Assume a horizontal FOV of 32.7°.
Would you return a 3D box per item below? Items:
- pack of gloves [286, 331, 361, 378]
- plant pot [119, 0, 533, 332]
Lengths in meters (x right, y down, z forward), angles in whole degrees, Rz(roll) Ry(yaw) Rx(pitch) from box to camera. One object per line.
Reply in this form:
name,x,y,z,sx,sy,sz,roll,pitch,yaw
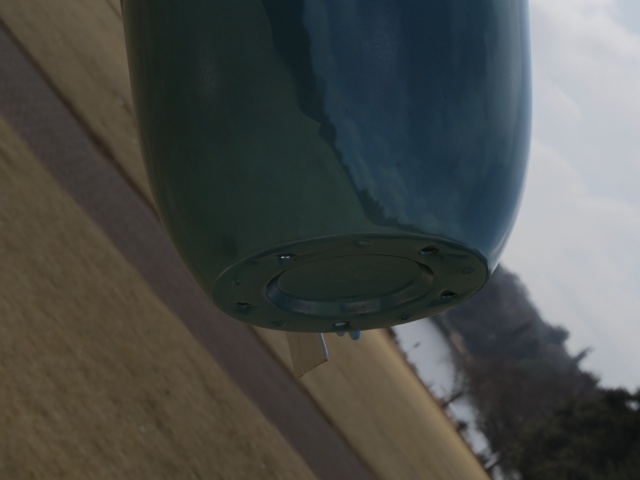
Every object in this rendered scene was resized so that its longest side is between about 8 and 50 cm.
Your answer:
pack of gloves,0.000,0.000,1.067,0.195,0.046,0.232,135,-56,-62
plant pot,0.009,-0.073,0.743,0.293,0.293,0.235,46,36,-61
